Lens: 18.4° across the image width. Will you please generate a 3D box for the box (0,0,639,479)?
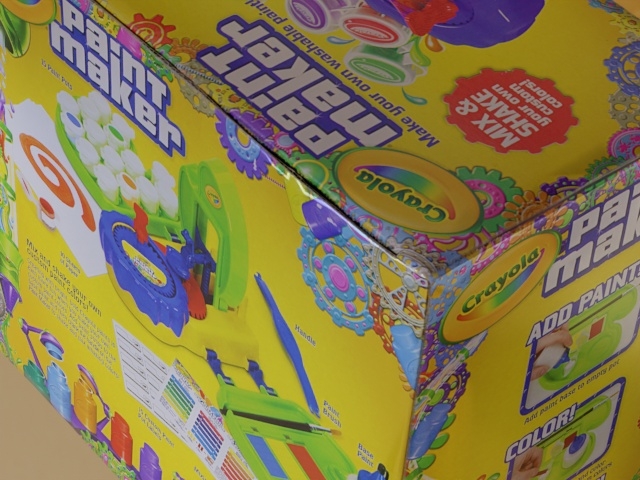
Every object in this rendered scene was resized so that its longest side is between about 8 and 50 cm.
[{"bbox_3d":[0.000,0.000,0.873,0.177,0.279,0.290,-28,-127,-30],"label":"box"}]
